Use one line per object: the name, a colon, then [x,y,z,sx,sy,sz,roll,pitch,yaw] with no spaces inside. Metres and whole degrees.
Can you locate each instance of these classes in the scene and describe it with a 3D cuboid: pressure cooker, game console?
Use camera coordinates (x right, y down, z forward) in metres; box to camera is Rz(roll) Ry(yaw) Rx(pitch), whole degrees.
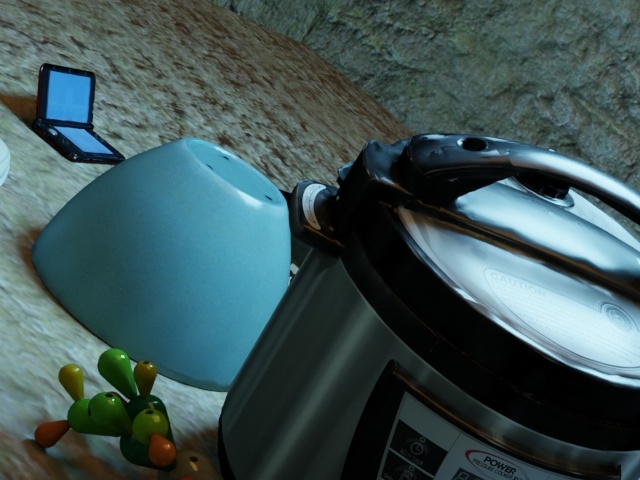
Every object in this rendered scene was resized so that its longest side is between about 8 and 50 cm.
pressure cooker: [0.135,0.103,1.205,0.370,0.420,0.375,-6,45,-49]
game console: [-0.334,-0.176,1.873,0.124,0.085,0.144,39,15,17]

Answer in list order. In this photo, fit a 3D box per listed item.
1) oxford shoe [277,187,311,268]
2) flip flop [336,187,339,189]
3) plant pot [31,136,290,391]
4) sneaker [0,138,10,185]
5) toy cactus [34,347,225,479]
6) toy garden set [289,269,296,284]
oxford shoe: [0.000,0.000,1.794,0.271,0.097,0.098,24,-31,43]
flip flop: [0.012,-0.044,2.230,0.080,0.112,0.277,25,14,27]
plant pot: [-0.146,0.001,1.483,0.290,0.195,0.290,32,14,-9]
sneaker: [-0.419,-0.115,1.410,0.110,0.118,0.292,38,13,20]
toy cactus: [-0.141,0.191,1.113,0.180,0.112,0.219,48,0,-41]
toy garden set: [0.011,0.102,1.813,0.244,0.049,0.204,26,8,-8]
